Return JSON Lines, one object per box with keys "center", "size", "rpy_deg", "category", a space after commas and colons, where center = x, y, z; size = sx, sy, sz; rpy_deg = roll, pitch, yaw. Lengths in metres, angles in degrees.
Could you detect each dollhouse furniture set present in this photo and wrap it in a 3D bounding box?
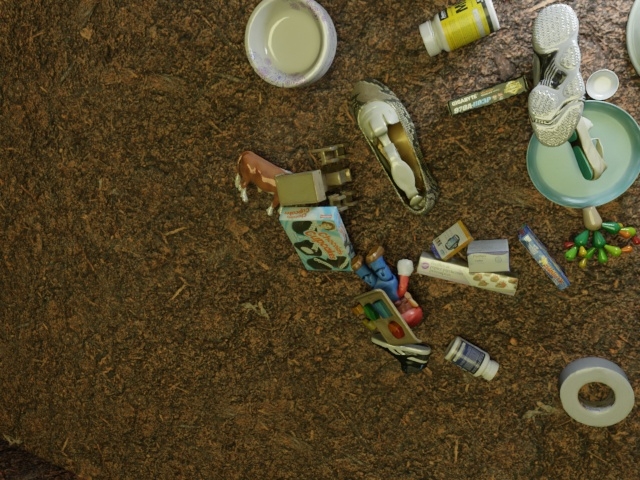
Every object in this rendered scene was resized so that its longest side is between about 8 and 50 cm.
{"center": [-0.010, -0.197, 1.772], "size": [0.161, 0.242, 0.212], "rpy_deg": [-2, 106, 37], "category": "dollhouse furniture set"}

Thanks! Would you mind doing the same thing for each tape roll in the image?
{"center": [0.905, 0.499, 1.753], "size": [0.219, 0.072, 0.219], "rpy_deg": [5, 107, 16], "category": "tape roll"}

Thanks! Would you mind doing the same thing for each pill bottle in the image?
{"center": [0.406, -0.631, 1.563], "size": [0.208, 0.119, 0.119], "rpy_deg": [-19, 99, 22], "category": "pill bottle"}
{"center": [0.524, 0.411, 1.841], "size": [0.169, 0.094, 0.094], "rpy_deg": [30, 113, 8], "category": "pill bottle"}

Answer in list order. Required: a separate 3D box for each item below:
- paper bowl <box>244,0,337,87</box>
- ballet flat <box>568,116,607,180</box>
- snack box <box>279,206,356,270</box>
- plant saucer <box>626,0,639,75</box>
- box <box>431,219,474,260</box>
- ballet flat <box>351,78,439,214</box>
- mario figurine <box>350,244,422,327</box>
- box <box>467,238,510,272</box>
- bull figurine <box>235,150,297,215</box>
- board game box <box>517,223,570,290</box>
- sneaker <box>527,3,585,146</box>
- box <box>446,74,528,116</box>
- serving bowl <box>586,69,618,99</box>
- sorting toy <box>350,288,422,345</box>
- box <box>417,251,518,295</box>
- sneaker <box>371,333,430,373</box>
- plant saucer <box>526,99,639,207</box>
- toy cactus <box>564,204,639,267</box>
{"center": [-0.088, -0.637, 1.709], "size": [0.284, 0.148, 0.284], "rpy_deg": [5, 107, 18], "category": "paper bowl"}
{"center": [0.755, -0.293, 1.531], "size": [0.086, 0.086, 0.248], "rpy_deg": [-25, 98, 23], "category": "ballet flat"}
{"center": [0.000, 0.000, 1.810], "size": [0.187, 0.060, 0.322], "rpy_deg": [0, 147, 19], "category": "snack box"}
{"center": [1.030, -0.571, 1.385], "size": [0.400, 0.100, 0.400], "rpy_deg": [5, 107, 18], "category": "plant saucer"}
{"center": [0.433, 0.005, 1.765], "size": [0.136, 0.028, 0.081], "rpy_deg": [-42, 46, 26], "category": "box"}
{"center": [0.233, -0.296, 1.684], "size": [0.164, 0.182, 0.483], "rpy_deg": [-26, 96, 24], "category": "ballet flat"}
{"center": [0.243, 0.165, 1.848], "size": [0.320, 0.170, 0.198], "rpy_deg": [55, 156, -13], "category": "mario figurine"}
{"center": [0.539, 0.049, 1.707], "size": [0.126, 0.137, 0.072], "rpy_deg": [-3, 105, 19], "category": "box"}
{"center": [-0.167, -0.193, 1.891], "size": [0.310, 0.101, 0.188], "rpy_deg": [32, 115, 7], "category": "bull figurine"}
{"center": [0.693, 0.048, 1.657], "size": [0.035, 0.136, 0.201], "rpy_deg": [-39, 90, 23], "category": "board game box"}
{"center": [0.651, -0.434, 1.462], "size": [0.137, 0.210, 0.366], "rpy_deg": [0, 93, 26], "category": "sneaker"}
{"center": [0.491, -0.425, 1.564], "size": [0.220, 0.175, 0.051], "rpy_deg": [-15, 100, 22], "category": "box"}
{"center": [0.810, -0.449, 1.532], "size": [0.083, 0.027, 0.083], "rpy_deg": [5, 107, 17], "category": "serving bowl"}
{"center": [0.202, 0.278, 1.827], "size": [0.229, 0.041, 0.307], "rpy_deg": [51, 158, 0], "category": "sorting toy"}
{"center": [0.491, 0.109, 1.781], "size": [0.324, 0.067, 0.063], "rpy_deg": [13, 109, 14], "category": "box"}
{"center": [0.283, 0.421, 1.932], "size": [0.217, 0.079, 0.121], "rpy_deg": [12, 110, 15], "category": "sneaker"}
{"center": [0.785, -0.255, 1.589], "size": [0.317, 0.044, 0.318], "rpy_deg": [5, 107, 18], "category": "plant saucer"}
{"center": [0.836, -0.021, 1.607], "size": [0.219, 0.112, 0.180], "rpy_deg": [-19, 100, 16], "category": "toy cactus"}
